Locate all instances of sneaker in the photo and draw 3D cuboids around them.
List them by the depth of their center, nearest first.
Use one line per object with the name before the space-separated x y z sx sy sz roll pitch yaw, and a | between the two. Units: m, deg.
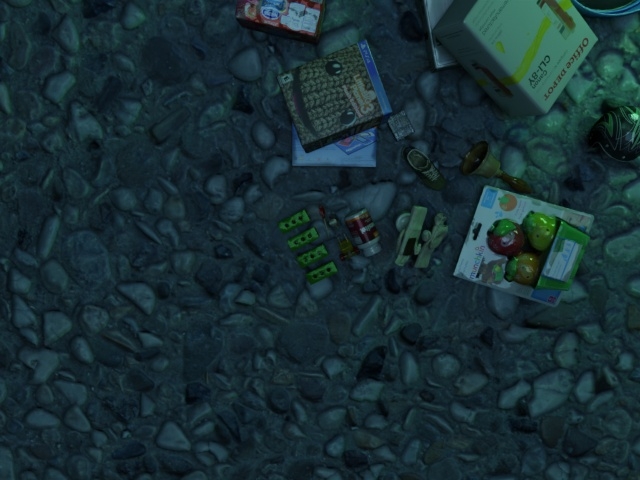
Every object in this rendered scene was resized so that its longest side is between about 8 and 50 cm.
sneaker | 0.341 -0.233 1.491 0.192 0.086 0.064 45 99 -6

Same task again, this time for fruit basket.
fruit basket | 0.660 0.022 1.490 0.353 0.165 0.326 17 101 2

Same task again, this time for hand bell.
hand bell | 0.595 -0.214 1.493 0.242 0.126 0.126 26 101 -16

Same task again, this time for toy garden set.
toy garden set | 0.000 0.000 1.571 0.204 0.049 0.244 -27 98 9

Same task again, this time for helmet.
helmet | 0.936 -0.330 1.411 0.170 0.161 0.169 0 101 2

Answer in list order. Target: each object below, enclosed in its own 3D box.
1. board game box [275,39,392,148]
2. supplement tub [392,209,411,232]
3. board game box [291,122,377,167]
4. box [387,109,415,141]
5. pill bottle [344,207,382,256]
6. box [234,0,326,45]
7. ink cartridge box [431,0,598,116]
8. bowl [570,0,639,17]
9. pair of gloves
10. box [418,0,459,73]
board game box | 0.042 -0.439 1.419 0.291 0.141 0.231 -21 92 3
supplement tub | 0.279 -0.063 1.515 0.071 0.107 0.070 0 100 2
board game box | 0.045 -0.317 1.518 0.282 0.027 0.144 1 102 2
box | 0.263 -0.378 1.502 0.067 0.018 0.083 -29 98 7
pill bottle | 0.148 -0.027 1.538 0.086 0.086 0.151 -25 99 7
box | -0.119 -0.705 1.403 0.257 0.122 0.128 13 100 0
ink cartridge box | 0.560 -0.584 1.304 0.385 0.160 0.279 35 90 -23
bowl | 0.879 -0.866 1.357 0.392 0.077 0.390 1 101 3
pair of gloves | 0.334 -0.002 1.484 0.042 0.240 0.204 32 103 39
box | 0.401 -0.684 1.404 0.169 0.087 0.289 -14 99 4
